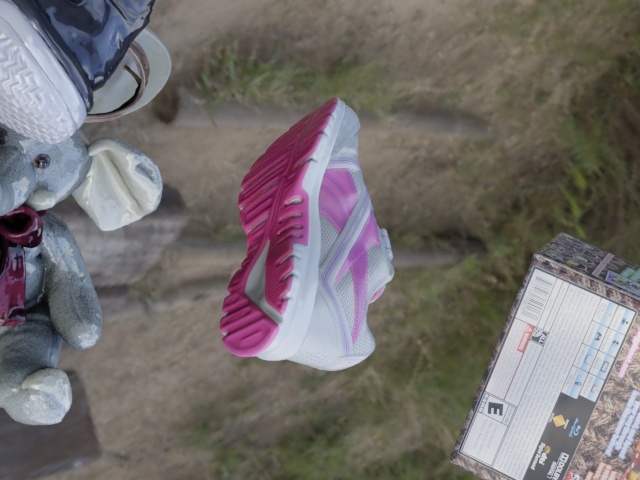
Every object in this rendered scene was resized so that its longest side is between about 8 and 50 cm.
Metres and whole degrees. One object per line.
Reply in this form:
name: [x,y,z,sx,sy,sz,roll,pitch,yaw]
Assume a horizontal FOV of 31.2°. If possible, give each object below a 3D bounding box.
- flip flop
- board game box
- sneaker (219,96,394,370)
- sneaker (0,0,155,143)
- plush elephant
flip flop: [-0.192,-0.143,0.960,0.112,0.080,0.277,-54,169,5]
board game box: [0.311,0.159,1.108,0.141,0.291,0.232,-24,136,-65]
sneaker: [0.000,0.000,0.906,0.111,0.252,0.103,32,141,-29]
sneaker: [-0.185,-0.187,0.599,0.153,0.268,0.101,-46,-177,-16]
plush elephant: [-0.310,-0.027,1.114,0.330,0.271,0.255,-73,-174,-56]
